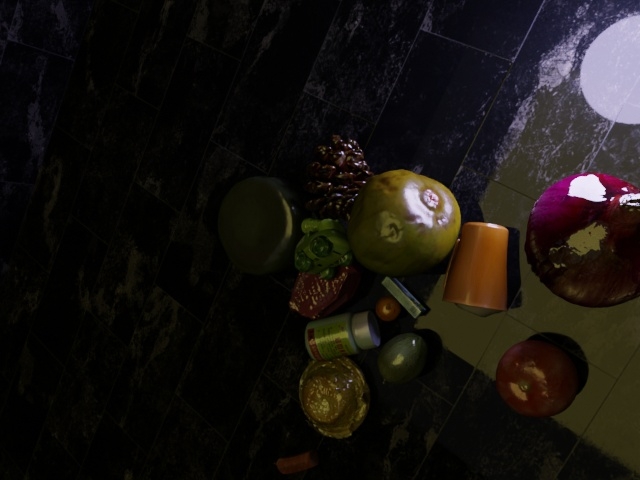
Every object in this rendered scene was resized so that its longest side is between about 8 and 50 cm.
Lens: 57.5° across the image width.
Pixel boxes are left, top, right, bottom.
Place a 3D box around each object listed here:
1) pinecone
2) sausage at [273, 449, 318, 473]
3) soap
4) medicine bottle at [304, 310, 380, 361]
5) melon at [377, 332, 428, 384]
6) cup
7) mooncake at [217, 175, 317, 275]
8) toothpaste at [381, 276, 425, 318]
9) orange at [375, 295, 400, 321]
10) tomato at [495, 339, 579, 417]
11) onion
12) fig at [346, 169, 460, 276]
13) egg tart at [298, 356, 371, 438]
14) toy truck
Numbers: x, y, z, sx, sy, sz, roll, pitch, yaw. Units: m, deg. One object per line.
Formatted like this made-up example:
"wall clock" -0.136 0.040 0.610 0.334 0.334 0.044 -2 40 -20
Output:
"pinecone" 0.058 -0.200 1.900 0.244 0.244 0.309 -24 59 29
"sausage" -0.088 0.788 2.066 0.169 0.065 0.065 -26 75 29
"soap" 0.014 0.156 1.993 0.289 0.112 0.182 -40 64 26
"medicine bottle" 0.072 0.312 1.919 0.225 0.139 0.139 -16 80 19
"melon" 0.252 0.374 1.819 0.139 0.139 0.192 43 105 25
"cup" 0.449 0.086 1.706 0.226 0.182 0.264 3 82 63
"mooncake" -0.182 -0.051 2.071 0.356 0.194 0.356 2 94 32
"toothpaste" 0.265 0.180 1.869 0.164 0.046 0.034 47 114 24
"orange" 0.219 0.220 1.879 0.083 0.083 0.083 -1 88 32
"tomato" 0.588 0.372 1.582 0.208 0.184 0.208 6 99 41
"onion" 0.690 -0.023 1.415 0.348 0.385 0.347 1 69 -3
"fig" 0.236 -0.035 1.749 0.343 0.343 0.343 -1 88 32
"egg tart" 0.030 0.526 1.969 0.295 0.116 0.294 -1 89 30
"toy truck" 0.011 0.007 1.862 0.187 0.148 0.210 -20 57 45
